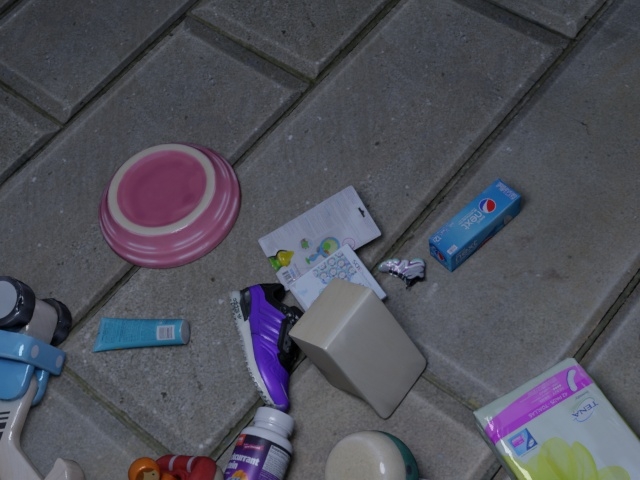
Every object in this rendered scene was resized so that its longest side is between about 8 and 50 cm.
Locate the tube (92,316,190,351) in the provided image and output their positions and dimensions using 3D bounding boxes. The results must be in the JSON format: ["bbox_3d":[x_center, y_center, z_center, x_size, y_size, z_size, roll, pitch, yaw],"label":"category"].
[{"bbox_3d":[-0.381,0.196,2.084,0.207,0.052,0.080,-3,54,15],"label":"tube"}]

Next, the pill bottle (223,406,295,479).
[{"bbox_3d":[-0.116,0.419,1.863,0.108,0.108,0.193,13,62,17],"label":"pill bottle"}]

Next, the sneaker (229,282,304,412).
[{"bbox_3d":[-0.085,0.202,1.992,0.146,0.102,0.293,-18,58,-2],"label":"sneaker"}]

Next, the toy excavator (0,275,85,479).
[{"bbox_3d":[-0.641,0.310,1.994,0.433,0.222,0.445,9,75,15],"label":"toy excavator"}]

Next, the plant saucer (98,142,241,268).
[{"bbox_3d":[-0.350,-0.097,2.232,0.332,0.084,0.332,-5,58,7],"label":"plant saucer"}]

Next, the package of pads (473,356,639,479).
[{"bbox_3d":[0.453,0.383,1.788,0.229,0.101,0.296,-29,59,-6],"label":"package of pads"}]

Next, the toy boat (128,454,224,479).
[{"bbox_3d":[-0.287,0.450,1.805,0.231,0.151,0.151,-11,46,47],"label":"toy boat"}]

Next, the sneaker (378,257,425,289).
[{"bbox_3d":[0.171,0.073,2.060,0.098,0.038,0.069,-7,58,7],"label":"sneaker"}]

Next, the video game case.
[{"bbox_3d":[0.034,0.106,2.047,0.157,0.019,0.143,-36,74,-2],"label":"video game case"}]

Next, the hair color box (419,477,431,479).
[{"bbox_3d":[0.196,0.511,1.790,0.072,0.043,0.141,9,63,15],"label":"hair color box"}]

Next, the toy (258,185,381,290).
[{"bbox_3d":[0.000,0.000,2.125,0.237,0.056,0.136,-29,67,-1],"label":"toy"}]

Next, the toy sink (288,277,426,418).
[{"bbox_3d":[0.073,0.210,1.926,0.131,0.234,0.152,15,60,52],"label":"toy sink"}]

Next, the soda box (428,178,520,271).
[{"bbox_3d":[0.326,-0.032,2.076,0.210,0.071,0.067,-39,61,-14],"label":"soda box"}]

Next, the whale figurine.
[{"bbox_3d":[0.104,0.482,1.783,0.216,0.141,0.271,-16,72,42],"label":"whale figurine"}]
